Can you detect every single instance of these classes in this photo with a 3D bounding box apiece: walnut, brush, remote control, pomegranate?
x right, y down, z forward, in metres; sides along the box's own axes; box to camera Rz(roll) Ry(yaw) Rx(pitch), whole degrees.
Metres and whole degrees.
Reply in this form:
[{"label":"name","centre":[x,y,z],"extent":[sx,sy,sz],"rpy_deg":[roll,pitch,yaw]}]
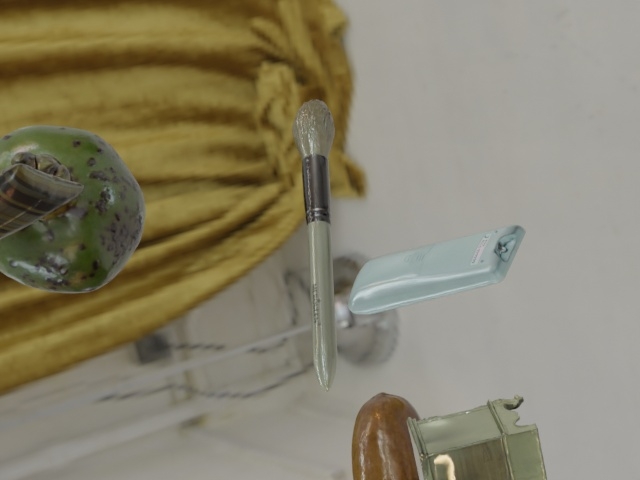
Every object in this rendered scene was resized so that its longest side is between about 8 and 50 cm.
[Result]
[{"label":"walnut","centre":[0.096,0.302,2.026],"extent":[0.116,0.115,0.207],"rpy_deg":[-41,50,55]},{"label":"brush","centre":[0.000,0.000,1.396],"extent":[0.042,0.039,0.299],"rpy_deg":[126,146,-56]},{"label":"remote control","centre":[0.156,0.038,2.173],"extent":[0.293,0.103,0.051],"rpy_deg":[-14,126,44]},{"label":"pomegranate","centre":[-0.297,-0.041,1.708],"extent":[0.248,0.202,0.202],"rpy_deg":[110,139,-81]}]

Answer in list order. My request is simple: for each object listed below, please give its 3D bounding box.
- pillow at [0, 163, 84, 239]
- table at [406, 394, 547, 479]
[{"label":"pillow","centre":[-0.321,-0.010,1.390],"extent":[0.203,0.113,0.038],"rpy_deg":[-28,73,17]},{"label":"table","centre":[0.110,0.158,1.060],"extent":[0.062,0.083,0.079],"rpy_deg":[-104,1,-72]}]
